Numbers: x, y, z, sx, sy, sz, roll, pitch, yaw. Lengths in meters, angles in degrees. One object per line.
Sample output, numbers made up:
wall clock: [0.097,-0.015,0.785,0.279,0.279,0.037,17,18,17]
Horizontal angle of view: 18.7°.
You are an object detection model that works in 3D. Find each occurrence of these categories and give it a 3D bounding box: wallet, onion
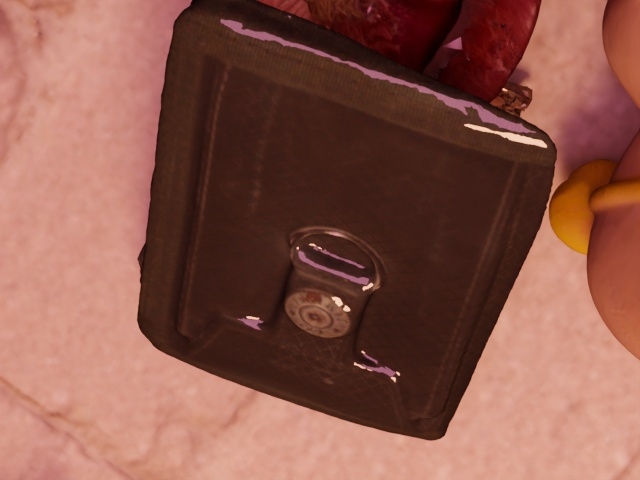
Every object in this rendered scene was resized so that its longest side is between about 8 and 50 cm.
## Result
wallet: [0.000,0.000,0.837,0.168,0.052,0.245,24,146,6]
onion: [0.048,-0.095,0.859,0.150,0.140,0.150,-18,60,35]

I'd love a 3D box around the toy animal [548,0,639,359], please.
toy animal: [0.182,-0.035,0.821,0.165,0.149,0.248,2,117,5]
